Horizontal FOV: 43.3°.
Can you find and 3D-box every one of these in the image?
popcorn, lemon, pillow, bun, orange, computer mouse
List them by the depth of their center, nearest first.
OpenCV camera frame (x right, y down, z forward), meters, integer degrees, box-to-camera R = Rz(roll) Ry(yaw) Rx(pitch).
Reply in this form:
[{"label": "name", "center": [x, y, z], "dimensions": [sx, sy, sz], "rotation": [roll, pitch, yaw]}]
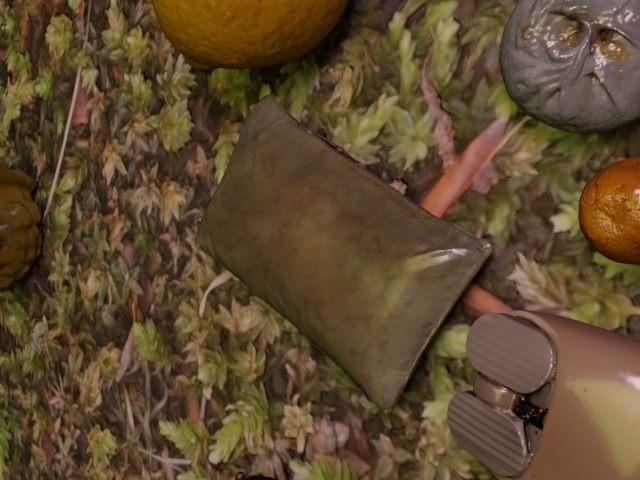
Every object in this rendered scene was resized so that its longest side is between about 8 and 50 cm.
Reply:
[{"label": "orange", "center": [0.233, -0.021, 0.592], "dimensions": [0.083, 0.070, 0.083], "rotation": [9, 103, 47]}, {"label": "computer mouse", "center": [0.207, 0.141, 0.605], "dimensions": [0.236, 0.082, 0.145], "rotation": [22, 104, 34]}, {"label": "bun", "center": [0.200, -0.150, 0.611], "dimensions": [0.140, 0.083, 0.141], "rotation": [-2, 87, 35]}, {"label": "lemon", "center": [-0.064, -0.252, 0.750], "dimensions": [0.244, 0.186, 0.187], "rotation": [-40, 67, 36]}, {"label": "pillow", "center": [0.000, 0.000, 0.767], "dimensions": [0.302, 0.075, 0.185], "rotation": [38, 110, 30]}, {"label": "popcorn", "center": [-0.478, -0.029, 1.080], "dimensions": [0.169, 0.218, 0.189], "rotation": [150, 136, -79]}]

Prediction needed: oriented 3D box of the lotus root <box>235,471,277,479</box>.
[{"label": "lotus root", "center": [-0.077, 0.320, 0.794], "dimensions": [0.260, 0.074, 0.170], "rotation": [40, 89, 24]}]
